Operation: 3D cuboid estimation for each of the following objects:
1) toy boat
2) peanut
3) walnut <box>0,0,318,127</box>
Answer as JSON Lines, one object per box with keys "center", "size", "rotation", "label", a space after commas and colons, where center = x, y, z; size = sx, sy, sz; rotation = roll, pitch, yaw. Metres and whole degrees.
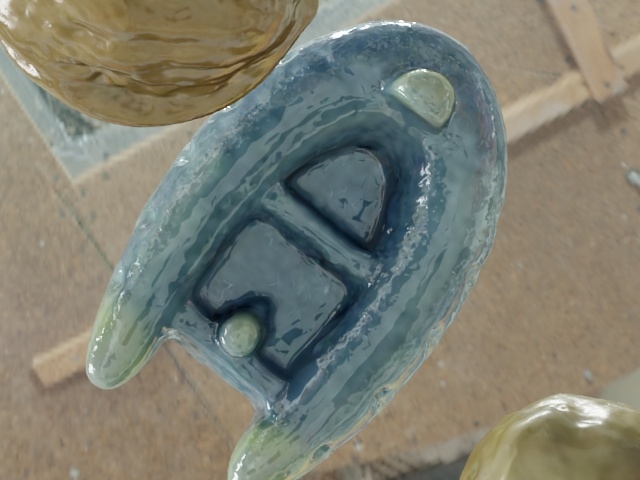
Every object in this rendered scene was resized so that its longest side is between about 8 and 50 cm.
{"center": [0.000, 0.000, 0.976], "size": [0.215, 0.123, 0.330], "rotation": [41, -99, -3], "label": "toy boat"}
{"center": [0.152, 0.157, 0.776], "size": [0.129, 0.129, 0.224], "rotation": [-43, -58, 9], "label": "peanut"}
{"center": [-0.082, -0.128, 0.718], "size": [0.166, 0.166, 0.149], "rotation": [15, -89, -17], "label": "walnut"}
